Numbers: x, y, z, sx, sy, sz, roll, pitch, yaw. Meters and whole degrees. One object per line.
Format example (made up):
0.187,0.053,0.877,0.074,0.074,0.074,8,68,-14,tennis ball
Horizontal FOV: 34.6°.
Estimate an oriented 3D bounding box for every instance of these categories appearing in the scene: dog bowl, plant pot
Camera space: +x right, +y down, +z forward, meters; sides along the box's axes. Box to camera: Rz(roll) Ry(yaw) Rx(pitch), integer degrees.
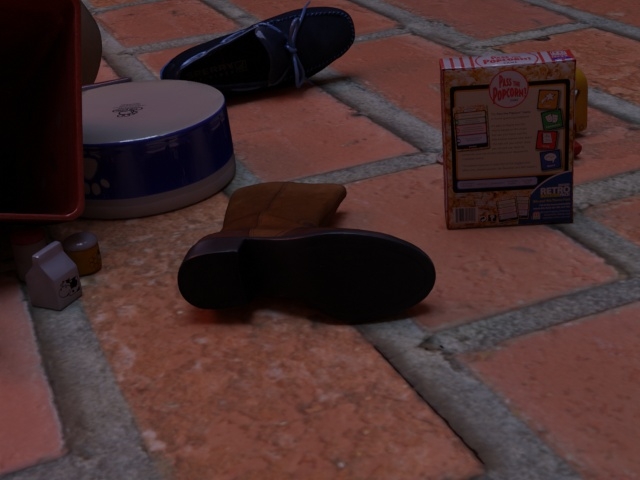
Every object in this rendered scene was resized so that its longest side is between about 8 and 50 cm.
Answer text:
-0.251,-0.130,1.393,0.264,0.104,0.265,-5,26,2,dog bowl
-0.434,-0.136,1.209,0.267,0.267,0.235,1,-10,-23,plant pot

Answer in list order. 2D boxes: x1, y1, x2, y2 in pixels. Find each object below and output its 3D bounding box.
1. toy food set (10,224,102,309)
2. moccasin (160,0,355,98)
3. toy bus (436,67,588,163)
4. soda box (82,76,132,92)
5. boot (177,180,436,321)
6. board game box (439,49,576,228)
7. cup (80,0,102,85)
-0.331,0.023,1.085,0.111,0.105,0.232,8,28,26,toy food set
-0.091,-0.295,1.708,0.342,0.138,0.117,-25,15,-11,moccasin
0.267,-0.186,1.414,0.190,0.104,0.202,3,26,18,toy bus
-0.402,-0.172,1.519,0.263,0.092,0.083,-15,12,-20,soda box
0.000,0.000,1.132,0.264,0.096,0.280,-8,17,12,boot
0.211,-0.112,1.162,0.146,0.194,0.045,-3,25,4,board game box
-0.499,-0.321,1.666,0.331,0.331,0.237,19,6,41,cup
